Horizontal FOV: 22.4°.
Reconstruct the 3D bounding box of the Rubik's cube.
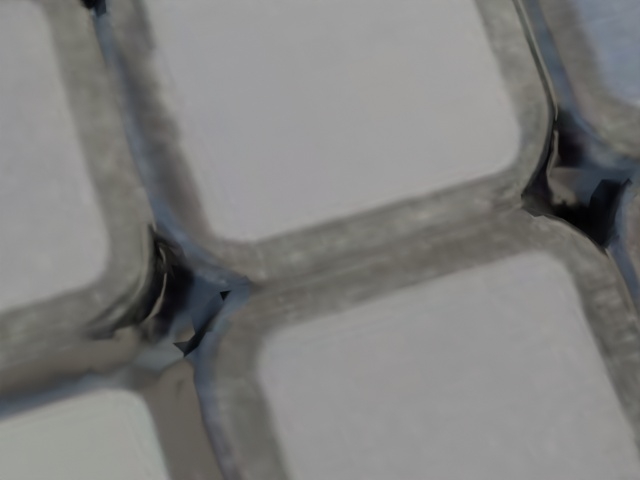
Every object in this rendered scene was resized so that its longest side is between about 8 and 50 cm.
[{"bbox_3d":[0.000,0.000,0.588,0.359,0.363,0.362,95,157,-69],"label":"Rubik's cube"}]
